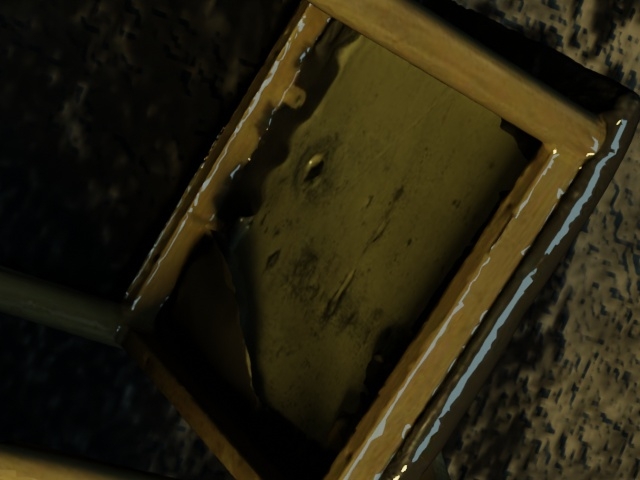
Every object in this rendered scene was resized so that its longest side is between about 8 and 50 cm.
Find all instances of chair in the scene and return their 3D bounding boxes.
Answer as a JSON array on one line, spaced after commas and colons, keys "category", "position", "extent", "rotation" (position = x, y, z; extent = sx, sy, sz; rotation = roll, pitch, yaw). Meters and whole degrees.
[{"category": "chair", "position": [0.000, 0.000, 0.597], "extent": [0.272, 0.188, 0.166], "rotation": [27, 97, -34]}]
